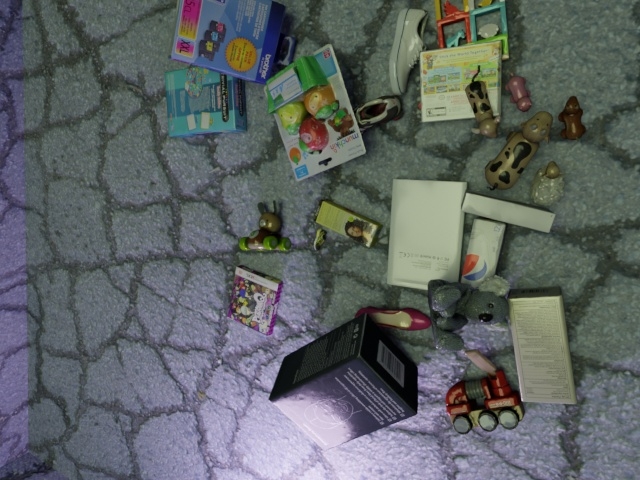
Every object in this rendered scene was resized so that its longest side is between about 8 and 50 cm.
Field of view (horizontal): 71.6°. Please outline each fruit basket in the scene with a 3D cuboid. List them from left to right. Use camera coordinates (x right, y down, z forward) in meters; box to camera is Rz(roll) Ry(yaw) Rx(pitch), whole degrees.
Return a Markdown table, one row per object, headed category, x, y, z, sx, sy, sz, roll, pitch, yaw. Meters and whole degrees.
| category | x | y | z | sx | sy | sz | roll | pitch | yaw |
| --- | --- | --- | --- | --- | --- | --- | --- | --- | --- |
| fruit basket | -0.037 | -0.401 | 1.453 | 0.327 | 0.166 | 0.352 | -14 | 91 | 43 |

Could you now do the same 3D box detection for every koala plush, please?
| category | x | y | z | sx | sy | sz | roll | pitch | yaw |
| --- | --- | --- | --- | --- | --- | --- | --- | --- | --- |
| koala plush | 0.425 | 0.187 | 1.259 | 0.222 | 0.203 | 0.196 | -6 | 105 | 9 |

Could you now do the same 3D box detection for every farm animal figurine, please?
| category | x | y | z | sx | sy | sz | roll | pitch | yaw |
| --- | --- | --- | --- | --- | --- | --- | --- | --- | --- |
| farm animal figurine | 0.527 | -0.279 | 1.196 | 0.331 | 0.172 | 0.326 | 17 | 109 | 15 |

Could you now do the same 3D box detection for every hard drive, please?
| category | x | y | z | sx | sy | sz | roll | pitch | yaw |
| --- | --- | --- | --- | --- | --- | --- | --- | --- | --- |
| hard drive | 0.340 | -0.018 | 1.433 | 0.233 | 0.047 | 0.352 | 7 | 101 | 26 |

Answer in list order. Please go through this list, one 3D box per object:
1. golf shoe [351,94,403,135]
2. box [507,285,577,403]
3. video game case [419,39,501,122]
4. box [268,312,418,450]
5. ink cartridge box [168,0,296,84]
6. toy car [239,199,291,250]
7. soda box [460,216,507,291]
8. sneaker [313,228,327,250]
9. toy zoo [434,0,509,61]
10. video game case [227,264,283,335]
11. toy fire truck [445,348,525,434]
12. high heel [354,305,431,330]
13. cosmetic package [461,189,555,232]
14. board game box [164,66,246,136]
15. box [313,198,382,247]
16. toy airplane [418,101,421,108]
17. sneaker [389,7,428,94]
| category | x | y | z | sx | sy | sz | roll | pitch | yaw |
| --- | --- | --- | --- | --- | --- | --- | --- | --- | --- |
| golf shoe | 0.130 | -0.403 | 1.443 | 0.273 | 0.120 | 0.105 | -19 | 90 | 29 |
| box | 0.640 | 0.299 | 1.285 | 0.148 | 0.121 | 0.310 | -6 | 95 | 28 |
| video game case | 0.410 | -0.461 | 1.304 | 0.227 | 0.026 | 0.206 | 1 | 104 | 22 |
| box | 0.082 | 0.481 | 1.492 | 0.396 | 0.212 | 0.293 | -34 | 108 | 26 |
| ink cartridge box | -0.290 | -0.702 | 1.512 | 0.151 | 0.396 | 0.269 | 44 | 123 | 58 |
| toy car | -0.204 | -0.056 | 1.661 | 0.155 | 0.149 | 0.188 | -2 | 86 | 38 |
| soda box | 0.488 | 0.075 | 1.343 | 0.091 | 0.098 | 0.285 | 14 | 104 | 25 |
| sneaker | 0.000 | 0.000 | 1.617 | 0.035 | 0.031 | 0.083 | 17 | 105 | 23 |
| toy zoo | 0.438 | -0.654 | 1.295 | 0.193 | 0.030 | 0.292 | -5 | 96 | 27 |
| video game case | -0.265 | 0.240 | 1.782 | 0.211 | 0.042 | 0.231 | 20 | 106 | 25 |
| toy fire truck | 0.488 | 0.460 | 1.384 | 0.217 | 0.159 | 0.246 | -21 | 76 | 28 |
| high heel | 0.240 | 0.266 | 1.486 | 0.244 | 0.117 | 0.082 | 12 | 103 | 25 |
| cosmetic package | 0.530 | -0.086 | 1.272 | 0.239 | 0.099 | 0.060 | 16 | 104 | 13 |
| board game box | -0.452 | -0.545 | 1.738 | 0.337 | 0.079 | 0.253 | 2 | 99 | 26 |
| box | 0.093 | -0.063 | 1.546 | 0.233 | 0.058 | 0.087 | 25 | 108 | 22 |
| toy airplane | 0.378 | -0.446 | 1.353 | 0.151 | 0.028 | 0.151 | 8 | 109 | 24 |
| sneaker | 0.272 | -0.578 | 1.356 | 0.092 | 0.094 | 0.257 | 12 | 102 | 30 |
